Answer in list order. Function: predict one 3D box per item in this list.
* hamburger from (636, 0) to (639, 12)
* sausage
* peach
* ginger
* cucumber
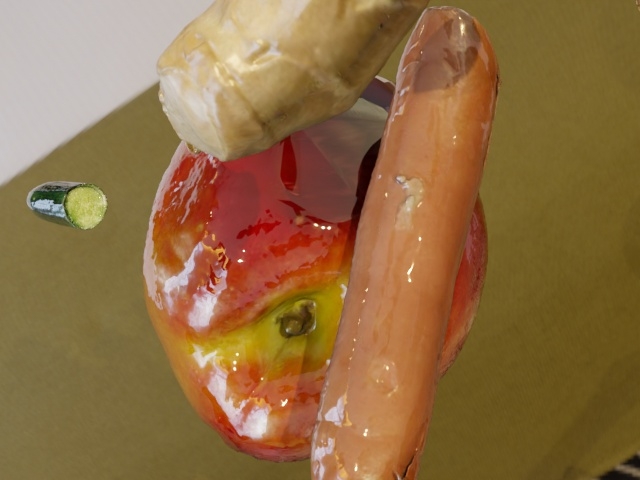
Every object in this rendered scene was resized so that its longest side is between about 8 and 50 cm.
[{"bbox_3d":[0.374,-0.307,1.020,0.146,0.243,0.286,-11,67,44],"label":"hamburger"},{"bbox_3d":[0.073,0.009,0.844,0.094,0.094,0.419,16,78,-10],"label":"sausage"},{"bbox_3d":[-0.001,-0.001,1.037,0.335,0.310,0.406,17,49,3],"label":"peach"},{"bbox_3d":[-0.002,-0.102,0.429,0.190,0.095,0.069,-57,28,34],"label":"ginger"},{"bbox_3d":[-0.267,-0.037,1.087,0.105,0.048,0.048,6,63,45],"label":"cucumber"}]
